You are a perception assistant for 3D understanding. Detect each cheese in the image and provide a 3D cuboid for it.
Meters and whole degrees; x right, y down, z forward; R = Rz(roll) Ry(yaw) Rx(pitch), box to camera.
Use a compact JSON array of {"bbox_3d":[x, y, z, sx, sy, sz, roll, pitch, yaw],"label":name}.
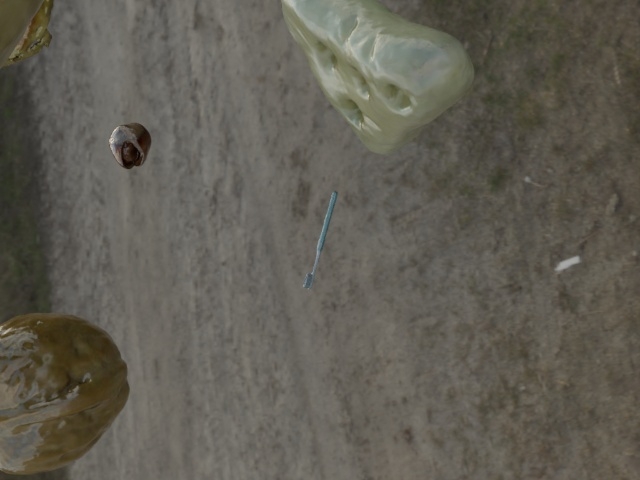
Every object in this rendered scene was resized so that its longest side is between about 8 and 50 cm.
[{"bbox_3d":[0.070,-0.311,1.238,0.328,0.129,0.351,51,167,-1],"label":"cheese"}]

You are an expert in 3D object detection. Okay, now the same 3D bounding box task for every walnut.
[{"bbox_3d":[-0.269,0.147,0.771,0.149,0.166,0.167,0,88,36],"label":"walnut"}]

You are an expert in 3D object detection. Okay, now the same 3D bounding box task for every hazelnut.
[{"bbox_3d":[-0.347,-0.174,1.433,0.086,0.086,0.086,-3,87,49],"label":"hazelnut"}]

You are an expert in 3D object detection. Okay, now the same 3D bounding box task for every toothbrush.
[{"bbox_3d":[0.000,0.000,1.268,0.011,0.014,0.167,27,103,52],"label":"toothbrush"}]

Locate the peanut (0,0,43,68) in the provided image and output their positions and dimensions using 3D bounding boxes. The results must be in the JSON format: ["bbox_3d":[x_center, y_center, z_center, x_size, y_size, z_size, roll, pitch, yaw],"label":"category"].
[{"bbox_3d":[-0.281,-0.193,0.476,0.233,0.110,0.197,39,102,2],"label":"peanut"}]

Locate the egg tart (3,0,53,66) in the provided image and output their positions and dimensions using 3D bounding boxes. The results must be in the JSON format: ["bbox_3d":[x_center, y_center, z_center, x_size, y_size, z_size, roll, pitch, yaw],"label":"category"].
[{"bbox_3d":[-0.468,-0.345,0.988,0.291,0.290,0.107,-42,36,40],"label":"egg tart"}]
